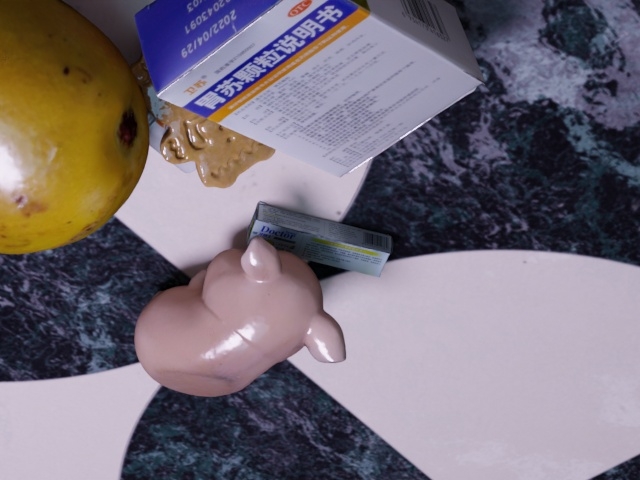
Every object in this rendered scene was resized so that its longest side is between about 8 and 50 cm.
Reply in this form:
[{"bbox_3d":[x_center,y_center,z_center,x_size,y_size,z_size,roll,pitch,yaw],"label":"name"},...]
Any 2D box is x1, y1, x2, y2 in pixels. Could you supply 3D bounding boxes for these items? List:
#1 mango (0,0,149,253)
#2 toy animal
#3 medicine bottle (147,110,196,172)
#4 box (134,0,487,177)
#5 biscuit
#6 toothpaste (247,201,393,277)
[{"bbox_3d":[-0.388,-0.154,1.825,0.445,0.232,0.300,24,134,-4],"label":"mango"},{"bbox_3d":[-0.105,0.093,2.055,0.250,0.154,0.166,-29,129,34],"label":"toy animal"},{"bbox_3d":[-0.162,-0.120,1.949,0.057,0.057,0.089,-35,120,29],"label":"medicine bottle"},{"bbox_3d":[-0.007,-0.188,1.776,0.200,0.106,0.299,-33,147,26],"label":"box"},{"bbox_3d":[-0.119,-0.143,1.912,0.133,0.027,0.184,-25,114,-11],"label":"biscuit"},{"bbox_3d":[0.000,0.000,2.061,0.164,0.034,0.046,14,131,-9],"label":"toothpaste"}]
